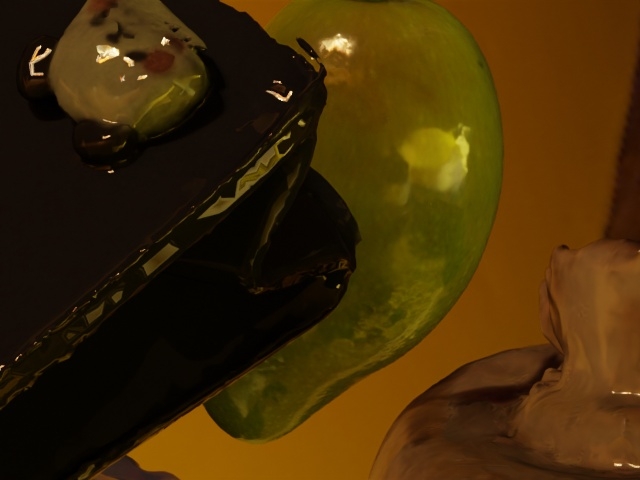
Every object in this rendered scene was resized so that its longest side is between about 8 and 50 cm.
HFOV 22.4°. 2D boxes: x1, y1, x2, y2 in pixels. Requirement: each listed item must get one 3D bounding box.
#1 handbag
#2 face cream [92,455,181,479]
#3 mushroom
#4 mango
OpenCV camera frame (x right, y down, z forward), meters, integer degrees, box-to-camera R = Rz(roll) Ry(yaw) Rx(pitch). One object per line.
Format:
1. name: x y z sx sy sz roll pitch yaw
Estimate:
1. handbag: -0.188 -0.016 0.624 0.303 0.329 0.122 39 -27 35
2. face cream: -0.239 0.275 1.324 0.249 0.249 0.225 15 -92 32
3. mushroom: 0.125 0.084 0.546 0.226 0.226 0.178 10 -73 33
4. mango: 0.000 0.000 1.011 0.192 0.156 0.343 49 -46 29
